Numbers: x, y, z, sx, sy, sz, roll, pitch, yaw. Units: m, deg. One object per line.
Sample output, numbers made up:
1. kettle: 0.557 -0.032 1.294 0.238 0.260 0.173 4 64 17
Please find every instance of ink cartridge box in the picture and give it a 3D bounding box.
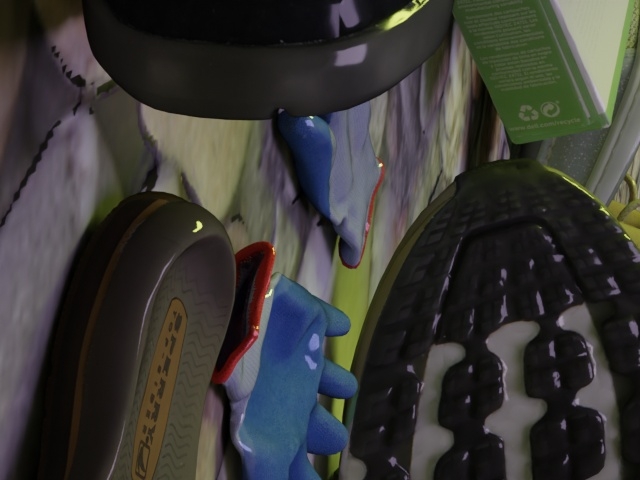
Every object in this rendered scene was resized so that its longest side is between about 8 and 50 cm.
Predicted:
1. ink cartridge box: 0.087 -0.187 0.899 0.235 0.056 0.171 61 33 -36

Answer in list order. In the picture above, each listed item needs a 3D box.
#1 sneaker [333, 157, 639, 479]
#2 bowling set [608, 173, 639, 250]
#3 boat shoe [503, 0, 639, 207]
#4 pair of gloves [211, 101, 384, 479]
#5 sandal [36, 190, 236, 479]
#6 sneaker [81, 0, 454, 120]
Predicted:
1. sneaker: 0.065 0.126 0.916 0.182 0.158 0.410 -118 -159 -53
2. bowling set: 0.203 -0.063 1.257 0.200 0.154 0.287 64 37 -68
3. boat shoe: 0.142 -0.148 1.103 0.118 0.103 0.320 -172 -85 -83
4. pair of gloves: 0.000 0.000 0.691 0.159 0.023 0.198 72 30 -64
5. sandal: -0.041 0.096 0.478 0.090 0.060 0.219 67 33 -67
6. sneaker: -0.004 -0.120 0.458 0.227 0.087 0.130 -70 161 -55
